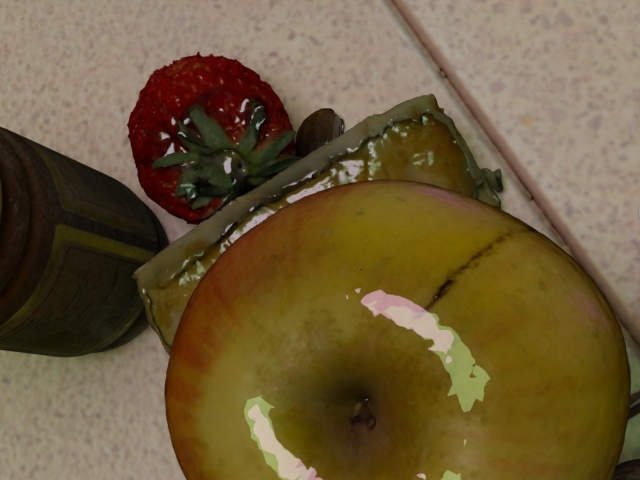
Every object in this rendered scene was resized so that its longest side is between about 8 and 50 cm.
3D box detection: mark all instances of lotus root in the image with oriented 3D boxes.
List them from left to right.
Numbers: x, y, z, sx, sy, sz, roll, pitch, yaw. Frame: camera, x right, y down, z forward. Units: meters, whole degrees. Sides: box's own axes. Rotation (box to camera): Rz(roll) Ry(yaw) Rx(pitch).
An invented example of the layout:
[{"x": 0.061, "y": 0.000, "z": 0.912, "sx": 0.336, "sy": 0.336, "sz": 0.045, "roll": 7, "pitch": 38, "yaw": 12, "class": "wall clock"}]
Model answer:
[{"x": -0.002, "y": -0.063, "z": 0.938, "sx": 0.037, "sy": 0.030, "sz": 0.083, "roll": -4, "pitch": 79, "yaw": 18, "class": "lotus root"}]

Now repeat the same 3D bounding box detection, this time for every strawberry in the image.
[{"x": -0.089, "y": -0.079, "z": 0.933, "sx": 0.131, "sy": 0.148, "sz": 0.131, "roll": -3, "pitch": 103, "yaw": -13, "class": "strawberry"}]

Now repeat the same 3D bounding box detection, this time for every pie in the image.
[{"x": 0.000, "y": 0.000, "z": 0.888, "sx": 0.282, "sy": 0.068, "sz": 0.128, "roll": -31, "pitch": 112, "yaw": 3, "class": "pie"}]

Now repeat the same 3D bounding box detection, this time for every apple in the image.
[{"x": 0.050, "y": 0.094, "z": 0.753, "sx": 0.286, "sy": 0.233, "sz": 0.286, "roll": -1, "pitch": 87, "yaw": 22, "class": "apple"}]

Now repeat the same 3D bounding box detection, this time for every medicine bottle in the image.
[{"x": -0.231, "y": -0.001, "z": 0.844, "sx": 0.151, "sy": 0.322, "sz": 0.151, "roll": -3, "pitch": 80, "yaw": 17, "class": "medicine bottle"}]

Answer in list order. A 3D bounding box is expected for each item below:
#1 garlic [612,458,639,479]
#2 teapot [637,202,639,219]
[{"x": 0.231, "y": 0.200, "z": 0.765, "sx": 0.159, "sy": 0.102, "sz": 0.147, "roll": 11, "pitch": 41, "yaw": 3, "class": "garlic"}, {"x": 0.294, "y": 0.059, "z": 0.795, "sx": 0.145, "sy": 0.092, "sz": 0.226, "roll": -45, "pitch": 73, "yaw": 9, "class": "teapot"}]
